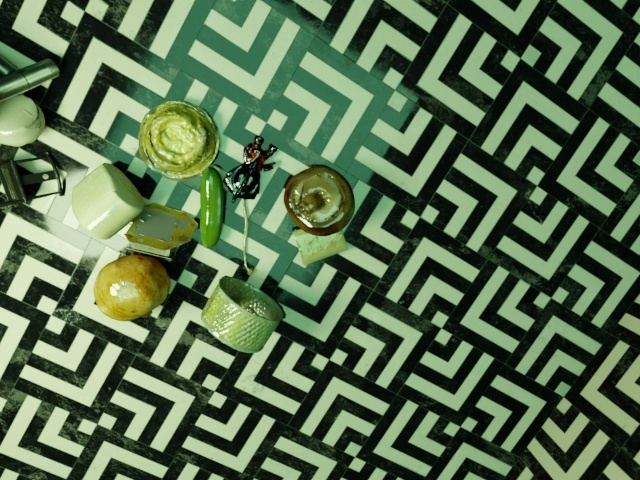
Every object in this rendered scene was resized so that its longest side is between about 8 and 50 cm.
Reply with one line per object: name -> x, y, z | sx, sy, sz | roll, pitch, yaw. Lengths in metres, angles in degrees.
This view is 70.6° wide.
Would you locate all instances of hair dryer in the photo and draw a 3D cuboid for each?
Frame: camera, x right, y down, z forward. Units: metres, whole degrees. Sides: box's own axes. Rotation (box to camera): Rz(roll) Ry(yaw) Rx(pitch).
hair dryer -> -1.024, -0.493, 1.382 | 0.283, 0.320, 0.156 | 20, 139, 14

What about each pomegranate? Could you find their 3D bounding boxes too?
pomegranate -> -0.644, 0.165, 1.555 | 0.248, 0.248, 0.249 | -1, 103, -6

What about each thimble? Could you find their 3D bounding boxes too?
thimble -> -0.272, 0.259, 1.591 | 0.270, 0.271, 0.150 | 30, 99, -12

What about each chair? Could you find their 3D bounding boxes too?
chair -> -1.019, -0.190, 1.483 | 0.260, 0.141, 0.155 | -25, 110, -46

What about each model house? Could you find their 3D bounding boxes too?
model house -> -0.556, -0.003, 1.583 | 0.219, 0.208, 0.136 | 14, 133, -12

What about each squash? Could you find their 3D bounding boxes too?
squash -> -0.381, -0.115, 1.584 | 0.082, 0.082, 0.293 | 3, 110, -7

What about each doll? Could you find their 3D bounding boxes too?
doll -> -0.245, -0.238, 1.579 | 0.127, 0.088, 0.249 | 26, 90, 10

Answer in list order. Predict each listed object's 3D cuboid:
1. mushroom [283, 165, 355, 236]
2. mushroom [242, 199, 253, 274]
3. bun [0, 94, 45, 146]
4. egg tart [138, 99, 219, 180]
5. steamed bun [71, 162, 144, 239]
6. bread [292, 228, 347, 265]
mushroom -> -0.003, -0.138, 1.576 | 0.252, 0.153, 0.253 | 0, 83, -1
mushroom -> -0.273, -0.010, 1.656 | 0.028, 0.026, 0.287 | -9, 102, -20
bun -> -0.974, -0.373, 1.442 | 0.172, 0.120, 0.173 | 7, 63, -13
egg tart -> -0.482, -0.335, 1.522 | 0.278, 0.095, 0.279 | -1, 103, -4
steamed bun -> -0.698, -0.122, 1.490 | 0.200, 0.250, 0.155 | -41, 141, 5
bread -> 0.000, 0.000, 1.664 | 0.178, 0.060, 0.140 | -18, 104, -1
